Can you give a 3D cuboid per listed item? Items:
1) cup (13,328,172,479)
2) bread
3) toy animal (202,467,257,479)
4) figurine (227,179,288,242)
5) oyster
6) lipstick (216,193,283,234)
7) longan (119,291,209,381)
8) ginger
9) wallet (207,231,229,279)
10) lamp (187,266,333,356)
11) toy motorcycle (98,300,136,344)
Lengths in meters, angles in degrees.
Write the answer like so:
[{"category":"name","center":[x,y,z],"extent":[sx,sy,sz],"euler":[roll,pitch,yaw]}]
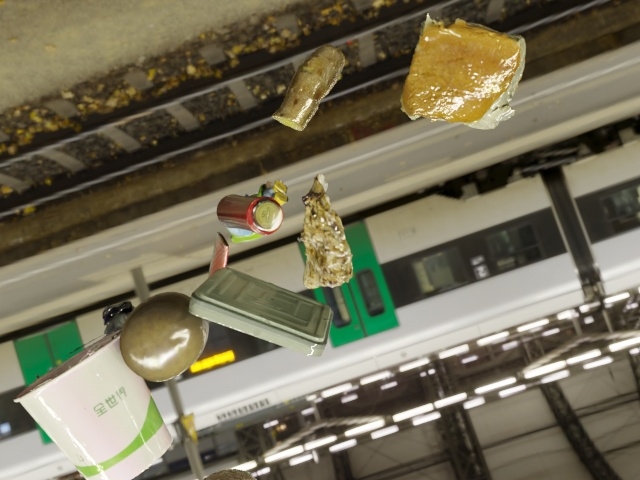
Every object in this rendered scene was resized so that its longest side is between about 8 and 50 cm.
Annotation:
[{"category":"cup","center":[-0.456,0.360,1.471],"extent":[0.253,0.274,0.253],"euler":[-31,-174,4]},{"category":"bread","center":[0.340,-0.385,1.653],"extent":[0.278,0.250,0.225],"euler":[13,-163,1]},{"category":"toy animal","center":[-0.248,0.682,1.747],"extent":[0.226,0.188,0.358],"euler":[-27,-175,-3]},{"category":"figurine","center":[-0.205,-0.093,2.241],"extent":[0.143,0.162,0.263],"euler":[17,142,-43]},{"category":"oyster","center":[0.009,0.024,1.879],"extent":[0.110,0.204,0.396],"euler":[-13,129,-19]},{"category":"lipstick","center":[-0.153,-0.057,1.475],"extent":[0.080,0.080,0.241],"euler":[-16,-169,-22]},{"category":"longan","center":[-0.314,0.190,1.420],"extent":[0.189,0.189,0.189],"euler":[-18,175,-2]},{"category":"ginger","center":[-0.028,-0.418,1.894],"extent":[0.263,0.109,0.116],"euler":[-57,-166,-8]},{"category":"wallet","center":[-0.284,0.086,1.927],"extent":[0.020,0.197,0.103],"euler":[5,-161,-26]},{"category":"lamp","center":[-0.108,0.137,1.395],"extent":[0.266,0.047,0.269],"euler":[21,-170,0]},{"category":"toy motorcycle","center":[-0.515,0.255,1.877],"extent":[0.108,0.173,0.307],"euler":[-49,-162,11]}]
